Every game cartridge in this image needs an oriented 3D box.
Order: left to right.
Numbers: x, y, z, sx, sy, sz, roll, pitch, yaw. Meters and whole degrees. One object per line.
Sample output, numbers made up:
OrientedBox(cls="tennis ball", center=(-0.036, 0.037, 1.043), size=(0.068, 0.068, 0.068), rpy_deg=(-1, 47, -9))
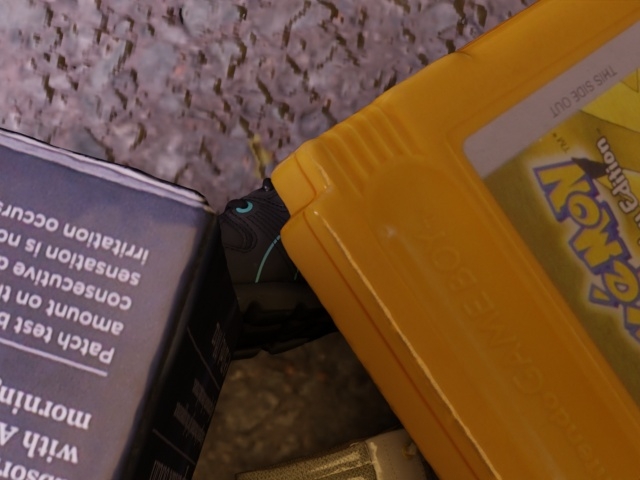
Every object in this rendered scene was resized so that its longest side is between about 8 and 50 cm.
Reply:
OrientedBox(cls="game cartridge", center=(0.157, 0.016, 0.975), size=(0.323, 0.052, 0.285), rpy_deg=(-34, 89, -40))

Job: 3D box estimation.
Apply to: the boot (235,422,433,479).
OrientedBox(cls="boot", center=(0.071, 0.171, 0.995), size=(0.213, 0.077, 0.165), rpy_deg=(-10, 82, -11))

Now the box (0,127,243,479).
OrientedBox(cls="box", center=(-0.190, 0.161, 0.753), size=(0.212, 0.293, 0.395), rpy_deg=(18, 82, 2))

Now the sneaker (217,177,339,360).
OrientedBox(cls="sneaker", center=(0.000, 0.000, 1.004), size=(0.267, 0.101, 0.106), rpy_deg=(-5, 74, -19))
